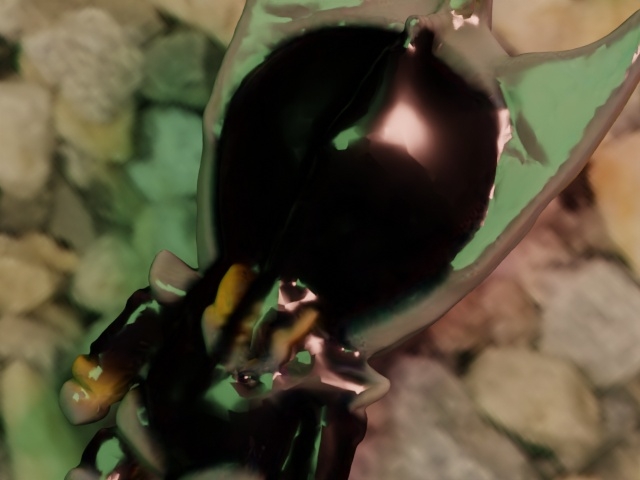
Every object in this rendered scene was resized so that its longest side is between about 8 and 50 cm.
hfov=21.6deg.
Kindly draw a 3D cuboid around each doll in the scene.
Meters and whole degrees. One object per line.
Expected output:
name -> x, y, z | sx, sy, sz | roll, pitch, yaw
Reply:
doll -> 0.004, 0.002, 0.664 | 0.145, 0.103, 0.316 | 27, 83, 42
